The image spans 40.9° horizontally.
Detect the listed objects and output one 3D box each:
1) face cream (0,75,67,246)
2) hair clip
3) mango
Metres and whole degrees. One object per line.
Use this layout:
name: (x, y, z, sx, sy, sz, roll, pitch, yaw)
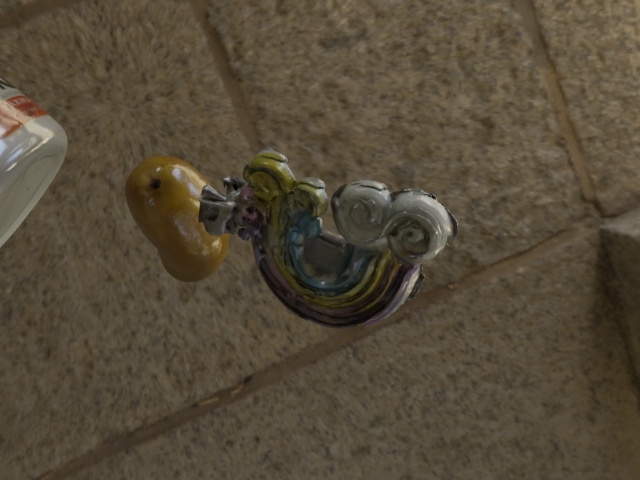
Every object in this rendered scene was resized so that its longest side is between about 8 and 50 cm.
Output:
face cream: (-0.346, -0.072, 0.721, 0.187, 0.201, 0.201, 39, 89, -6)
hair clip: (0.000, 0.000, 0.557, 0.172, 0.049, 0.116, 22, 133, 22)
mango: (-0.183, -0.020, 1.117, 0.136, 0.228, 0.099, 26, 59, 20)
